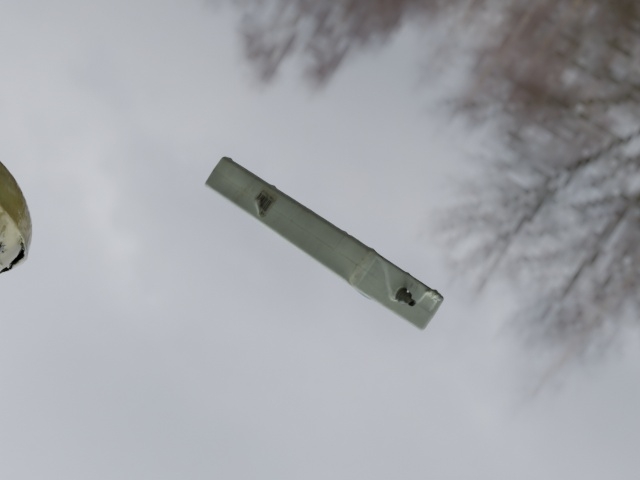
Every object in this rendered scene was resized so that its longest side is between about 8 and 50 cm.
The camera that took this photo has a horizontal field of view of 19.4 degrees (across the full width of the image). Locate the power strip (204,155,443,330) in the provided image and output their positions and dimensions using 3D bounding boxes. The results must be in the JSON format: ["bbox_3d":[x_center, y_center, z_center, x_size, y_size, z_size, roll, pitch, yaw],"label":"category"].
[{"bbox_3d":[0.000,0.000,1.836,0.106,0.043,0.367,32,180,-33],"label":"power strip"}]

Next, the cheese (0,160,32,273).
[{"bbox_3d":[-0.415,-0.056,1.906,0.259,0.128,0.316,21,158,39],"label":"cheese"}]
